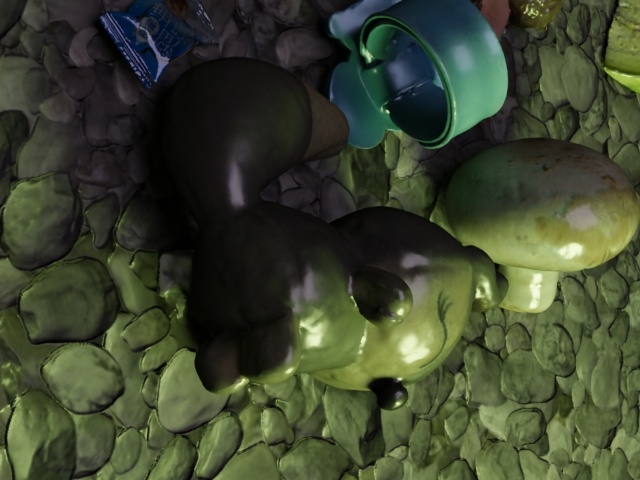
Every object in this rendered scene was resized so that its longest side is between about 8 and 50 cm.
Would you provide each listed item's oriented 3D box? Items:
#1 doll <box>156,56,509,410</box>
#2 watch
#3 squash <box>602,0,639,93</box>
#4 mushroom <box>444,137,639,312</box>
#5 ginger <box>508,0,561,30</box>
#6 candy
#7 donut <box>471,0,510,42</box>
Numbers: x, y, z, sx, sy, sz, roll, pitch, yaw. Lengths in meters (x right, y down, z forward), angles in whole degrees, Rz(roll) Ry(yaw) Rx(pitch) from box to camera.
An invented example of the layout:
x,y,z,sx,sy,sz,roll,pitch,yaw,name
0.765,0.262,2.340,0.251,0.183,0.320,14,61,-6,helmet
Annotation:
x,y,z,sx,sy,sz,roll,pitch,yaw,name
0.025,-0.009,1.221,0.382,0.252,0.379,0,86,-48,doll
0.115,-0.207,1.330,0.211,0.193,0.211,0,89,-27,watch
0.543,-0.308,1.846,0.204,0.155,0.237,20,71,0,squash
0.280,-0.012,1.471,0.243,0.243,0.244,5,83,-41,mushroom
0.290,-0.395,1.591,0.104,0.080,0.204,9,81,-34,ginger
-0.164,-0.223,1.209,0.088,0.038,0.136,54,47,-7,candy
0.197,-0.301,1.510,0.117,0.065,0.166,28,70,-34,donut
